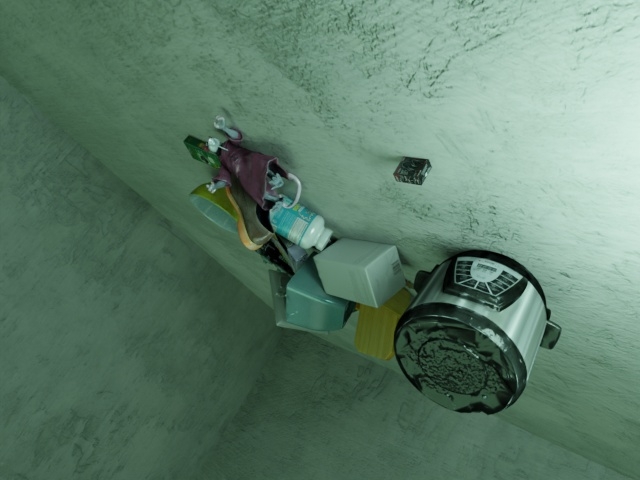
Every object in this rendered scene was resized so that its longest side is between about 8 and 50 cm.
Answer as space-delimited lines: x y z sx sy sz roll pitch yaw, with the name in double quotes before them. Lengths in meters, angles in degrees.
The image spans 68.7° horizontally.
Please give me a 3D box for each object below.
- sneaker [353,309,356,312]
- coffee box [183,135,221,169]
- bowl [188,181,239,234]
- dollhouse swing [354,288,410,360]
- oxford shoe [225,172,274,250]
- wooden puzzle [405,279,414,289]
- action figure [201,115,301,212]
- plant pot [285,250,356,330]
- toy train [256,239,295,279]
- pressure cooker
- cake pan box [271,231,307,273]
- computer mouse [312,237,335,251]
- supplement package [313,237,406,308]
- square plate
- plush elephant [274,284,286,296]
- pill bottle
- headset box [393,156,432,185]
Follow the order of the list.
"sneaker" 0.100 0.298 2.522 0.286 0.109 0.130 17 152 35
"coffee box" -0.453 -0.346 1.876 0.184 0.040 0.113 24 159 21
"bowl" -0.420 -0.173 2.076 0.289 0.156 0.289 28 161 10
"dollhouse swing" 0.184 0.326 2.109 0.315 0.305 0.346 31 164 -26
"oxford shoe" -0.256 -0.152 1.763 0.132 0.364 0.130 -29 162 31
"wooden puzzle" 0.370 0.184 1.946 0.049 0.006 0.083 27 161 15
"action figure" -0.256 -0.277 1.620 0.370 0.248 0.275 37 -154 24
"plant pot" 0.020 0.242 2.013 0.252 0.248 0.247 20 134 18
"toy train" -0.199 0.097 2.461 0.334 0.142 0.190 36 175 -20
"pressure cooker" 0.444 0.233 1.362 0.375 0.420 0.370 -30 97 46
"cake pan box" -0.148 0.021 2.127 0.246 0.070 0.267 52 167 14
"computer mouse" 0.000 0.000 1.995 0.272 0.072 0.188 28 165 -22
"supplement package" 0.146 0.114 1.789 0.292 0.175 0.178 10 126 49
"square plate" -0.106 0.323 2.516 0.347 0.344 0.049 18 133 -35
"plush elephant" -0.036 0.292 2.319 0.329 0.272 0.255 15 173 -21
"pill bottle" -0.086 -0.063 1.836 0.264 0.146 0.146 31 161 5
"headset box" 0.228 -0.176 1.180 0.083 0.062 0.032 18 156 39
